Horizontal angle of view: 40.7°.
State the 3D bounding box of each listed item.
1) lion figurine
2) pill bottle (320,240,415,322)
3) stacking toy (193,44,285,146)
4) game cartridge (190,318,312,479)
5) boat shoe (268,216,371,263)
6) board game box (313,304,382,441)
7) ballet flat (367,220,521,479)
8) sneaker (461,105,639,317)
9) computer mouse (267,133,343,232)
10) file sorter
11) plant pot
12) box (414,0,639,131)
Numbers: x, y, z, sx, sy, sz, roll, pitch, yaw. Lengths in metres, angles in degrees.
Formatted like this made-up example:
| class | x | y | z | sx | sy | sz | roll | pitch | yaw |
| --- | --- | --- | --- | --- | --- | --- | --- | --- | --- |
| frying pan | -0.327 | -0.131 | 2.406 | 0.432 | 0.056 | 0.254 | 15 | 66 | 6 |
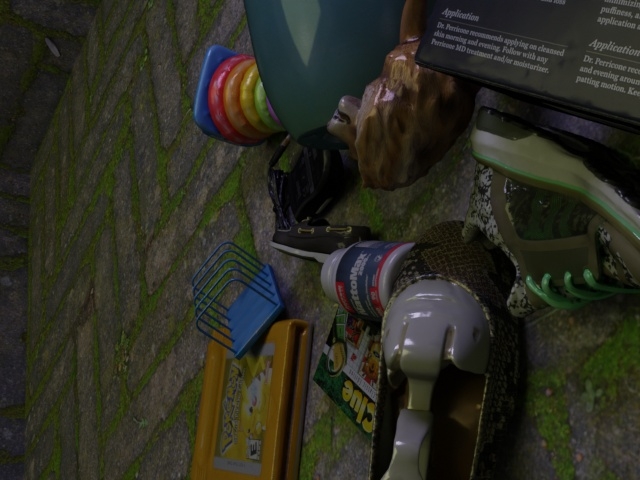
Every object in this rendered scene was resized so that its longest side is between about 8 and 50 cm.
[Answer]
| class | x | y | z | sx | sy | sz | roll | pitch | yaw |
| --- | --- | --- | --- | --- | --- | --- | --- | --- | --- |
| lion figurine | 0.169 | -0.233 | 0.999 | 0.142 | 0.392 | 0.240 | 29 | 142 | 31 |
| pill bottle | 0.078 | 0.054 | 1.139 | 0.180 | 0.107 | 0.108 | 2 | 80 | 60 |
| stacking toy | -0.069 | -0.250 | 1.503 | 0.301 | 0.175 | 0.166 | 7 | 85 | 46 |
| game cartridge | -0.126 | 0.282 | 1.456 | 0.323 | 0.052 | 0.286 | -14 | 66 | 56 |
| boat shoe | 0.000 | 0.000 | 1.328 | 0.227 | 0.081 | 0.069 | 12 | 86 | 53 |
| board game box | 0.074 | 0.188 | 1.174 | 0.259 | 0.030 | 0.136 | 34 | 111 | 59 |
| ballet flat | 0.119 | 0.201 | 0.930 | 0.163 | 0.182 | 0.483 | 4 | 80 | 25 |
| sneaker | 0.256 | 0.011 | 0.831 | 0.410 | 0.157 | 0.182 | -124 | 48 | -61 |
| computer mouse | -0.021 | -0.115 | 1.431 | 0.262 | 0.060 | 0.184 | 123 | 142 | -52 |
| file sorter | -0.146 | 0.092 | 1.449 | 0.118 | 0.104 | 0.170 | -49 | 22 | 10 |
| plant pot | 0.045 | -0.253 | 1.160 | 0.293 | 0.292 | 0.235 | -14 | 80 | 58 |
| box | 0.300 | -0.247 | 0.725 | 0.343 | 0.178 | 0.313 | 29 | 106 | 43 |
